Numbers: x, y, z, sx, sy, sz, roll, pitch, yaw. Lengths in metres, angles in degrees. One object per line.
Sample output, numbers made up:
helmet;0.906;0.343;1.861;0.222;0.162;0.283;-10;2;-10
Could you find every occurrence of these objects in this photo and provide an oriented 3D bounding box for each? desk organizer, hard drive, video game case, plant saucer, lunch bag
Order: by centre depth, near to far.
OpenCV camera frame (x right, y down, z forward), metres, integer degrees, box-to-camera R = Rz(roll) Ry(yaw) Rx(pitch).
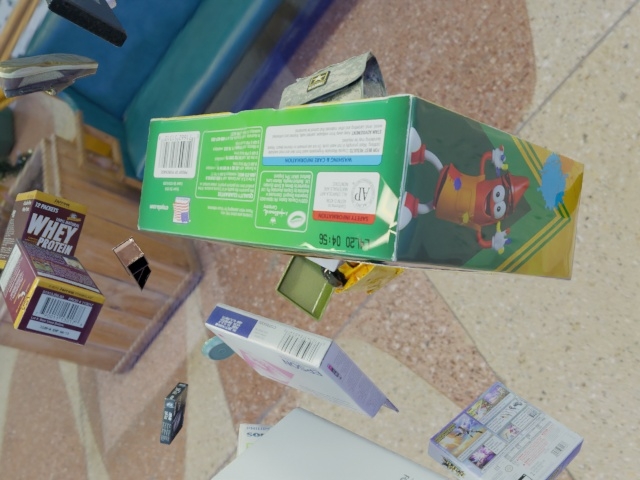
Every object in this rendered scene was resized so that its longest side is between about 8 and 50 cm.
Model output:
hard drive;-0.293;-0.290;0.820;0.022;0.094;0.135;-52;46;16
hard drive;0.026;0.381;0.987;0.353;0.233;0.047;15;123;38
desk organizer;-0.374;0.050;1.379;0.047;0.130;0.050;-36;69;-16
lunch bag;0.034;-0.276;1.551;0.235;0.169;0.287;-17;71;27
video game case;0.430;0.481;1.584;0.244;0.269;0.061;33;138;37
plant saucer;-0.297;0.327;2.042;0.119;0.119;0.021;-47;47;23
plant saucer;-0.047;0.139;2.180;0.045;0.188;0.188;-20;38;54

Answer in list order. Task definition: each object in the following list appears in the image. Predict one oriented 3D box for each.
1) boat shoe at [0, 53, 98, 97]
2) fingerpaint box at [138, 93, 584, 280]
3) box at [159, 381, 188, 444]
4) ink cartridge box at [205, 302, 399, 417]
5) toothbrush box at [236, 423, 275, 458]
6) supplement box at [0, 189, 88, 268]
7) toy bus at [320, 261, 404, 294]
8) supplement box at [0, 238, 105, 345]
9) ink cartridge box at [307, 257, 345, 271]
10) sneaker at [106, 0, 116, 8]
boat shoe;-0.552;-0.334;1.380;0.080;0.223;0.074;23;118;24
fingerpaint box;0.045;-0.052;0.878;0.444;0.371;0.163;6;89;44
box;-0.247;0.291;1.144;0.067;0.018;0.083;-53;-26;-76
ink cartridge box;-0.037;0.271;1.428;0.324;0.330;0.071;11;60;40
toothbrush box;-0.101;0.581;1.588;0.122;0.206;0.283;-103;20;-66
supplement box;-0.685;-0.008;1.663;0.191;0.129;0.194;1;74;54
toy bus;0.104;0.015;1.598;0.149;0.211;0.220;-40;57;30
supplement box;-0.410;0.075;1.025;0.188;0.104;0.081;30;95;53
ink cartridge box;0.000;0.000;1.218;0.181;0.104;0.062;27;102;10
sneaker;-0.540;-0.558;1.344;0.123;0.290;0.106;-42;22;3
